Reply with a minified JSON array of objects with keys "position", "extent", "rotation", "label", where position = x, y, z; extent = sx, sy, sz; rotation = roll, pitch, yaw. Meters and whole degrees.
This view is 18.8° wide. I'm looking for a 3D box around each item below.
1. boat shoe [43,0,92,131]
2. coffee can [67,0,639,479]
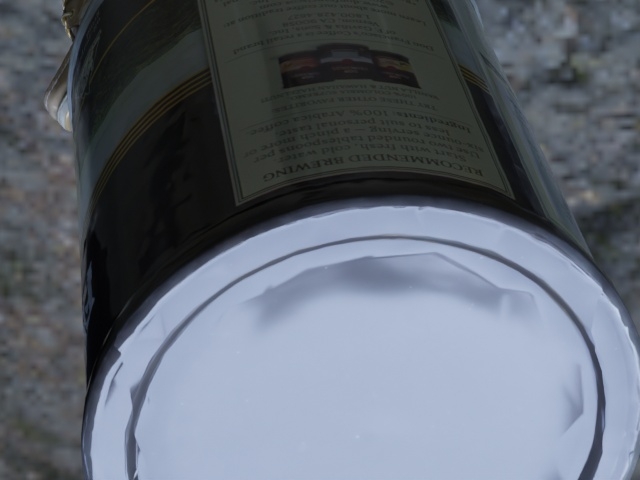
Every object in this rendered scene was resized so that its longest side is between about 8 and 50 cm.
[{"position":[-0.137,-0.145,1.238],"extent":[0.059,0.170,0.063],"rotation":[27,153,6],"label":"boat shoe"},{"position":[0.000,0.000,0.792],"extent":[0.202,0.201,0.275],"rotation":[2,-149,-10],"label":"coffee can"}]
